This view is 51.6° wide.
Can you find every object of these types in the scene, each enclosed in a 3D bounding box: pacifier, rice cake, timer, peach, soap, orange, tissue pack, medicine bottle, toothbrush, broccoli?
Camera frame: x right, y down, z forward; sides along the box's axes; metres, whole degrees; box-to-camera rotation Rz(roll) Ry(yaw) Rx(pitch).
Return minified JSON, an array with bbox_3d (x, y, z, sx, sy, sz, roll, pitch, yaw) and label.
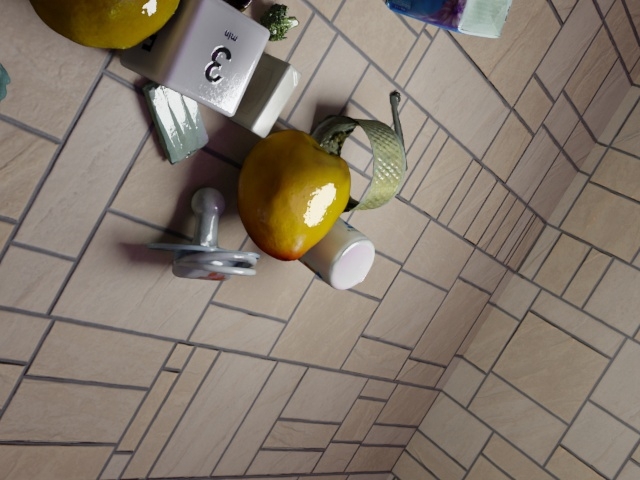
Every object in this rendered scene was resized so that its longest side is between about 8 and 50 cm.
[{"bbox_3d":[-0.276,-0.019,1.646,0.299,0.244,0.233,8,80,-50],"label":"pacifier"},{"bbox_3d":[-0.327,-0.282,1.515,0.124,0.038,0.211,-38,139,-21],"label":"rice cake"},{"bbox_3d":[-0.253,-0.388,1.336,0.192,0.194,0.195,18,101,-48],"label":"timer"},{"bbox_3d":[-0.083,-0.117,1.679,0.308,0.289,0.289,-56,142,6],"label":"peach"},{"bbox_3d":[-0.139,-0.350,1.596,0.064,0.121,0.183,28,94,-52],"label":"soap"},{"bbox_3d":[-0.378,-0.469,1.155,0.279,0.279,0.235,-51,175,-5],"label":"orange"},{"bbox_3d":[0.344,-0.647,1.774,0.198,0.263,0.146,-9,122,-43],"label":"tissue pack"},{"bbox_3d":[0.000,0.000,1.856,0.170,0.293,0.170,-28,136,-31],"label":"medicine bottle"},{"bbox_3d":[0.250,-0.337,2.089,0.030,0.030,0.297,-45,141,-29],"label":"toothbrush"},{"bbox_3d":[-0.096,-0.511,1.553,0.092,0.095,0.097,-24,126,-17],"label":"broccoli"}]

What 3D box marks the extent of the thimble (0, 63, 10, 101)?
[{"bbox_3d":[-0.643,-0.250,1.087,0.235,0.198,0.143,-23,143,11],"label":"thimble"}]

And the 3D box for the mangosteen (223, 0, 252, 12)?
[{"bbox_3d":[-0.196,-0.577,1.326,0.210,0.210,0.209,-26,133,-32],"label":"mangosteen"}]

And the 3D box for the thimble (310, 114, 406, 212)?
[{"bbox_3d":[0.092,-0.210,1.824,0.150,0.271,0.270,-7,121,-45],"label":"thimble"}]
